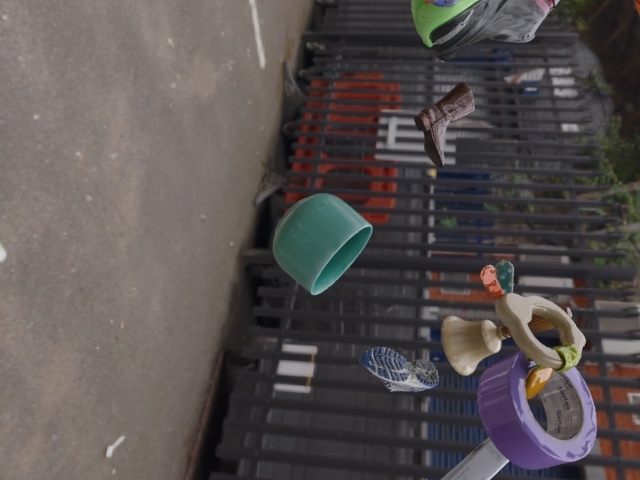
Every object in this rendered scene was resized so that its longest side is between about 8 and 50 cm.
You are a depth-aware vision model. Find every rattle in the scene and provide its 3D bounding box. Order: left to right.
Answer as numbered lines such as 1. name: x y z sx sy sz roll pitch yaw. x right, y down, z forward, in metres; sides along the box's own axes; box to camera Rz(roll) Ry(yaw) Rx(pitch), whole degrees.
1. rattle: 0.317 0.143 1.049 0.130 0.200 0.142 -48 170 -28

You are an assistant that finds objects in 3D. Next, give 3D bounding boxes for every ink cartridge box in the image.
1. ink cartridge box: 0.296 0.509 1.353 0.275 0.060 0.238 -30 159 -29

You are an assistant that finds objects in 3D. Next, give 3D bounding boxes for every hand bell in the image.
1. hand bell: 0.372 0.176 1.247 0.126 0.242 0.126 28 51 -39

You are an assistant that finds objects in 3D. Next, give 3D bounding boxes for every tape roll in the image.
1. tape roll: 0.358 0.275 1.058 0.080 0.189 0.188 -42 -146 50

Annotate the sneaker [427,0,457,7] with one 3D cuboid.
1. sneaker: 0.200 -0.451 0.951 0.087 0.083 0.221 16 97 -60

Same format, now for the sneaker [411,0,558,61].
1. sneaker: 0.417 -0.528 1.330 0.202 0.483 0.185 67 1 -49

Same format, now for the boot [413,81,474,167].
1. boot: 0.217 -0.191 1.052 0.037 0.114 0.106 26 -32 55

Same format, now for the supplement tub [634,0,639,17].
1. supplement tub: 0.586 -0.402 0.844 0.194 0.316 0.193 20 64 -50

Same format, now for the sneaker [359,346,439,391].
1. sneaker: 0.108 0.200 0.942 0.058 0.135 0.052 -45 -147 39

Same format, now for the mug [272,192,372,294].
1. mug: -0.006 0.004 0.913 0.129 0.097 0.157 -43 164 -23
